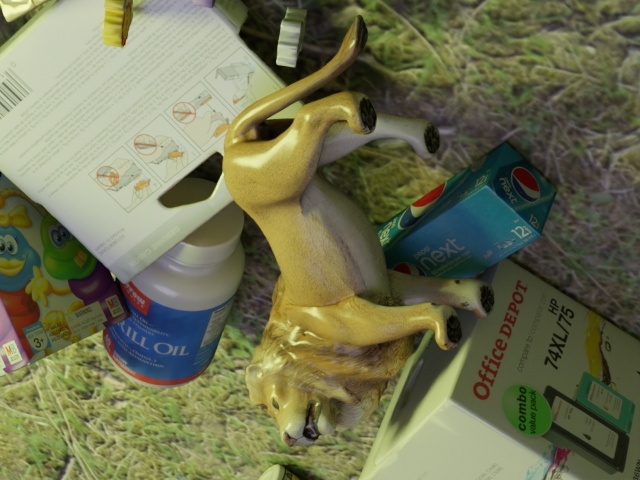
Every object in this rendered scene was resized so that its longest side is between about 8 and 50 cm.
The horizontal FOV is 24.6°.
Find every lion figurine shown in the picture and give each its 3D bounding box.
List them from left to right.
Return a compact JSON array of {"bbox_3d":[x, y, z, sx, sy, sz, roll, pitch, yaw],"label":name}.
[{"bbox_3d":[0.000,0.000,1.295,0.240,0.142,0.392,-4,114,32],"label":"lion figurine"}]

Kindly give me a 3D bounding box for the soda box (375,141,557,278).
[{"bbox_3d":[0.116,-0.004,1.358,0.071,0.067,0.210,41,135,-14],"label":"soda box"}]

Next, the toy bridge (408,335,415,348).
[{"bbox_3d":[0.023,0.046,1.480,0.063,0.026,0.188,-14,123,36],"label":"toy bridge"}]

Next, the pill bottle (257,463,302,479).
[{"bbox_3d":[-0.024,0.323,1.739,0.116,0.065,0.065,38,136,-12],"label":"pill bottle"}]

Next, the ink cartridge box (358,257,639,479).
[{"bbox_3d":[0.212,0.195,1.405,0.270,0.198,0.197,31,137,-5],"label":"ink cartridge box"}]

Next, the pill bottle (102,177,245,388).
[{"bbox_3d":[-0.146,0.042,1.488,0.124,0.124,0.221,24,137,3],"label":"pill bottle"}]

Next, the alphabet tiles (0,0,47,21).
[{"bbox_3d":[-0.241,-0.323,1.197,0.198,0.009,0.237,-20,95,39],"label":"alphabet tiles"}]

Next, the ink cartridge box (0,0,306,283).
[{"bbox_3d":[-0.167,-0.123,1.335,0.275,0.060,0.239,-36,111,25],"label":"ink cartridge box"}]

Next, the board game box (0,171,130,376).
[{"bbox_3d":[-0.331,-0.010,1.440,0.142,0.144,0.275,-23,92,40],"label":"board game box"}]

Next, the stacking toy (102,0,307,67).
[{"bbox_3d":[-0.089,-0.251,1.185,0.167,0.052,0.221,9,120,3],"label":"stacking toy"}]
